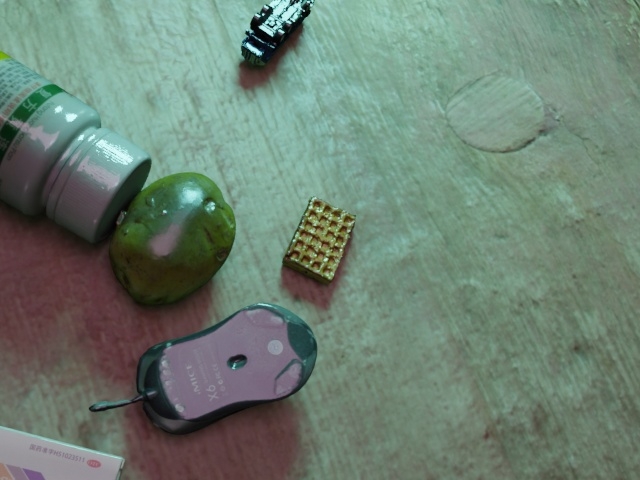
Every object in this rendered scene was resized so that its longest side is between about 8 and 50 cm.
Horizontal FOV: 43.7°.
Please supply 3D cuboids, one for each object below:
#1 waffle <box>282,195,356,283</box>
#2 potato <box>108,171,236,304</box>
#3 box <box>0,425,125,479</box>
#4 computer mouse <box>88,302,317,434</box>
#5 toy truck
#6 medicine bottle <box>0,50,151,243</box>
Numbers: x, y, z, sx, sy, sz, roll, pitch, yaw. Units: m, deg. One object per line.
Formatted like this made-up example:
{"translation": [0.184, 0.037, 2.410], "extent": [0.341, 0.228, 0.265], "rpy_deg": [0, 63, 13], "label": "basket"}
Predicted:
{"translation": [-0.001, 0.000, 1.476], "extent": [0.102, 0.042, 0.148], "rpy_deg": [26, 63, -6], "label": "waffle"}
{"translation": [-0.249, -0.009, 1.351], "extent": [0.228, 0.148, 0.197], "rpy_deg": [-31, 66, -25], "label": "potato"}
{"translation": [-0.488, 0.380, 1.159], "extent": [0.353, 0.069, 0.214], "rpy_deg": [18, 63, -10], "label": "box"}
{"translation": [-0.186, 0.220, 1.305], "extent": [0.379, 0.090, 0.167], "rpy_deg": [-15, 72, -16], "label": "computer mouse"}
{"translation": [-0.088, -0.431, 1.611], "extent": [0.074, 0.088, 0.202], "rpy_deg": [33, 58, 2], "label": "toy truck"}
{"translation": [-0.467, -0.154, 1.312], "extent": [0.339, 0.208, 0.208], "rpy_deg": [32, 62, -1], "label": "medicine bottle"}
